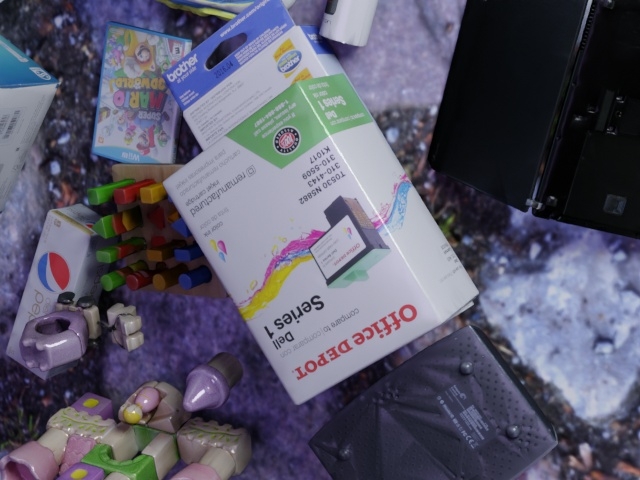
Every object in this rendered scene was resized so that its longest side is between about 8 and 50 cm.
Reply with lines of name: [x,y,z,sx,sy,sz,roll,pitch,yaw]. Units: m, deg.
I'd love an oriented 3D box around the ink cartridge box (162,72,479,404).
ink cartridge box: [0.000,0.000,1.112,0.201,0.117,0.278,-33,86,28]

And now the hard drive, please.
hard drive: [0.124,0.219,1.193,0.254,0.054,0.172,-40,81,26]

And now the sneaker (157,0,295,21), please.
sneaker: [-0.148,-0.292,1.189,0.240,0.126,0.091,11,105,24]

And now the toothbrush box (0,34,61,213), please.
toothbrush box: [-0.515,-0.194,1.389,0.295,0.126,0.216,39,114,16]

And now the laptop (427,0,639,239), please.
laptop: [0.266,-0.143,1.079,0.264,0.136,0.234,12,107,-3]

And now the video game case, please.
video game case: [-0.220,-0.174,1.310,0.119,0.015,0.166,17,107,22]

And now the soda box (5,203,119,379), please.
soda box: [-0.332,0.066,1.379,0.073,0.069,0.216,29,110,19]

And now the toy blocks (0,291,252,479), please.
toy blocks: [-0.250,0.270,1.236,0.288,0.260,0.309,9,118,25]

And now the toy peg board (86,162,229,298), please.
toy peg board: [-0.198,-0.005,1.275,0.160,0.079,0.161,4,107,35]

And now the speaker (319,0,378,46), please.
speaker: [0.041,-0.277,1.141,0.055,0.055,0.136,22,109,21]

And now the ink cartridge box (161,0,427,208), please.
ink cartridge box: [-0.029,-0.104,1.203,0.185,0.065,0.311,-33,88,27]

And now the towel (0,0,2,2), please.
towel: [-0.469,-0.397,1.322,0.209,0.034,0.285,-43,78,-10]
